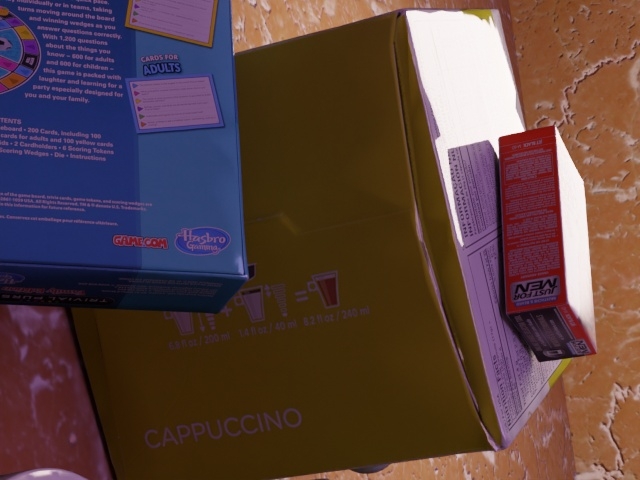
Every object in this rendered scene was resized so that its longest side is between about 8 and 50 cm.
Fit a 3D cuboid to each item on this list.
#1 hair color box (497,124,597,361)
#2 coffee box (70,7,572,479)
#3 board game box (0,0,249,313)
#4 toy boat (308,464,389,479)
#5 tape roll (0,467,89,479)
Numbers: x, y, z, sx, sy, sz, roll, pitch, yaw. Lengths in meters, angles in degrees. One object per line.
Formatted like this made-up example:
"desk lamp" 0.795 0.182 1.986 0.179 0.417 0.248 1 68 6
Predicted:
"hair color box" 0.184 0.003 1.103 0.093 0.053 0.167 50 36 -51
"coffee box" 0.000 0.000 1.182 0.334 0.337 0.338 -26 103 -68
"board game box" -0.188 -0.124 0.931 0.079 0.253 0.336 132 -42 -60
"toy boat" 0.011 0.278 1.243 0.318 0.148 0.267 -94 -173 -48
"tape roll" -0.206 0.258 0.748 0.246 0.169 0.246 -13 90 -69
